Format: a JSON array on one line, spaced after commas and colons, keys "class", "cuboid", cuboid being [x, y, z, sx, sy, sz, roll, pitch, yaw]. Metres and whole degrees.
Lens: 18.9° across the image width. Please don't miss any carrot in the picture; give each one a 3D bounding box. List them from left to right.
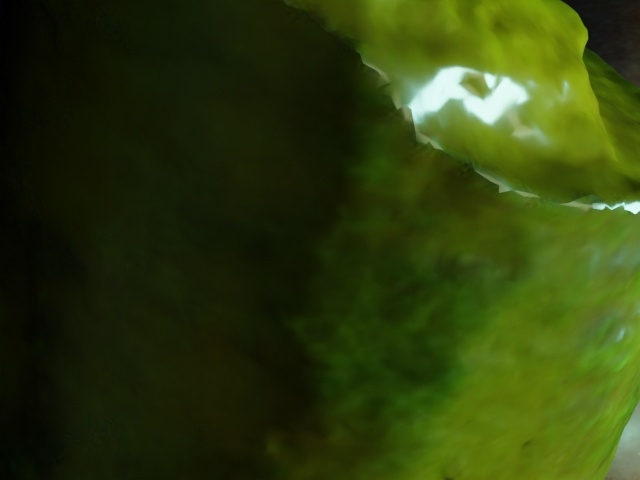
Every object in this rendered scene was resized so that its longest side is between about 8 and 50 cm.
[{"class": "carrot", "cuboid": [0.000, 0.000, 0.648, 0.241, 0.241, 0.340, -33, 147, -49]}]

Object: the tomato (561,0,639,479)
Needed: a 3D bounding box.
[{"class": "tomato", "cuboid": [0.121, 0.003, 0.877, 0.224, 0.256, 0.256, 38, 77, -31]}]
